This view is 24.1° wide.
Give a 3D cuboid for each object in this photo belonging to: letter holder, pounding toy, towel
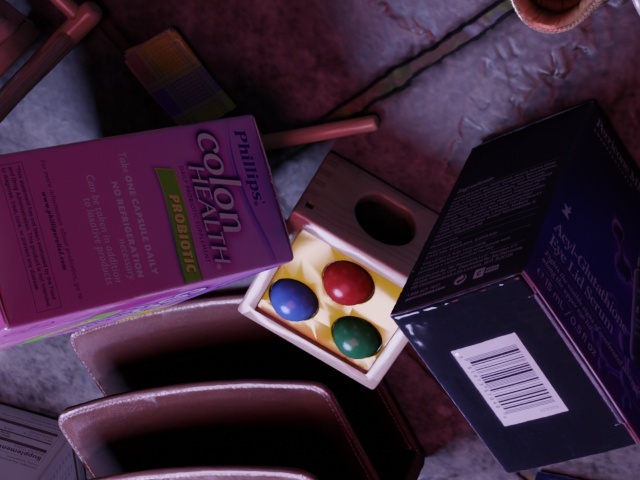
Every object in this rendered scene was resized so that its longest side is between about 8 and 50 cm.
[{"bbox_3d":[-0.100,0.175,1.316,0.302,0.152,0.214,-10,120,32],"label":"letter holder"},{"bbox_3d":[-0.002,-0.009,1.153,0.206,0.094,0.181,30,134,0],"label":"pounding toy"},{"bbox_3d":[-0.110,-0.125,1.168,0.060,0.009,0.083,-24,114,37],"label":"towel"}]

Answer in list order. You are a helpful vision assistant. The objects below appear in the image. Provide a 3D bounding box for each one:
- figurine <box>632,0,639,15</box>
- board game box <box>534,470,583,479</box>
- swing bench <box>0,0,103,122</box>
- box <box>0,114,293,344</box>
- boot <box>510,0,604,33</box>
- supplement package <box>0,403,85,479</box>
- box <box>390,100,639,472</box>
[{"bbox_3d":[0.317,-0.142,0.904,0.209,0.092,0.215,-21,116,28],"label":"figurine"},{"bbox_3d":[0.230,0.245,1.301,0.090,0.020,0.090,9,131,19],"label":"board game box"},{"bbox_3d":[-0.355,-0.161,1.159,0.253,0.165,0.255,44,138,-13],"label":"swing bench"},{"bbox_3d":[-0.186,0.005,1.111,0.213,0.243,0.117,-20,85,50],"label":"box"},{"bbox_3d":[0.152,-0.262,0.791,0.095,0.203,0.262,16,134,12],"label":"boot"},{"bbox_3d":[-0.387,0.274,1.540,0.262,0.145,0.204,14,131,16],"label":"supplement package"},{"bbox_3d":[0.157,0.029,1.029,0.108,0.207,0.153,-21,117,37],"label":"box"}]
